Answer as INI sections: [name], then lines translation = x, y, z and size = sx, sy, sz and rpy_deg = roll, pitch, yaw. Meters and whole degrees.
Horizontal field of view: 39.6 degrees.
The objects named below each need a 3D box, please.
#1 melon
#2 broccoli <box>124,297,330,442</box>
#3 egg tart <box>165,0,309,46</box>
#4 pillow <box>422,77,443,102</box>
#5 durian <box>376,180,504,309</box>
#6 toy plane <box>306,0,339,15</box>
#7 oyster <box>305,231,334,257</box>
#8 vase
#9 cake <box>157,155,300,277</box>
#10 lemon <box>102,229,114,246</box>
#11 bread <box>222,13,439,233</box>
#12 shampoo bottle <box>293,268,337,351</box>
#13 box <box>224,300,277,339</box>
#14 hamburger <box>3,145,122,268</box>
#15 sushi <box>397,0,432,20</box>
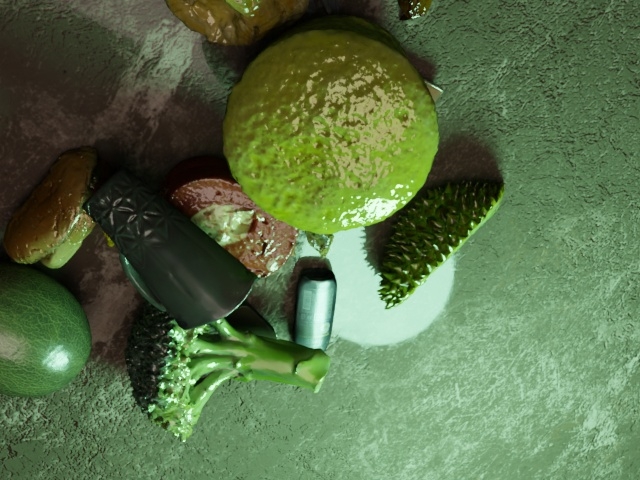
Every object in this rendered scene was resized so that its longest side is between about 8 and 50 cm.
[melon]
translation = -0.583, 0.164, 1.677
size = 0.237, 0.237, 0.301
rpy_deg = -42, 123, 15
[broccoli]
translation = -0.214, 0.269, 1.831
size = 0.397, 0.275, 0.353
rpy_deg = 27, 142, -33
[egg tart]
translation = -0.161, -0.398, 1.401
size = 0.290, 0.290, 0.115
rpy_deg = 34, 67, -28
[pillow]
translation = 0.130, -0.219, 1.704
size = 0.126, 0.043, 0.232
rpy_deg = 21, 117, -23
[durian]
translation = 0.239, 0.014, 1.816
size = 0.355, 0.157, 0.169
rpy_deg = -46, 137, 17
[toy plane]
translation = -0.002, -0.491, 1.456
size = 0.212, 0.088, 0.267
rpy_deg = 22, 133, -25
[oyster]
translation = 0.003, -0.001, 1.824
size = 0.051, 0.034, 0.093
rpy_deg = -29, 128, 16
[vase]
translation = -0.279, 0.017, 1.557
size = 0.301, 0.156, 0.251
rpy_deg = 47, 134, -12
[cake]
translation = -0.169, -0.051, 1.680
size = 0.283, 0.151, 0.177
rpy_deg = 24, 107, -15
[lemon]
translation = -0.385, -0.026, 1.701
size = 0.065, 0.065, 0.092
rpy_deg = 18, 112, -22
[bread]
translation = 0.026, -0.214, 1.508
size = 0.348, 0.308, 0.348
rpy_deg = 3, 118, 6
[shampoo bottle]
translation = -0.014, 0.169, 1.916
size = 0.087, 0.049, 0.234
rpy_deg = -3, 123, -13
[box]
translation = -0.160, 0.189, 1.908
size = 0.091, 0.031, 0.126
rpy_deg = -36, 122, 11
[hamburger]
translation = -0.478, -0.044, 1.632
size = 0.124, 0.131, 0.262
rpy_deg = 35, 104, -29
[sushi]
translation = 0.164, -0.439, 1.566
size = 0.052, 0.055, 0.120
rpy_deg = -18, 135, -14
